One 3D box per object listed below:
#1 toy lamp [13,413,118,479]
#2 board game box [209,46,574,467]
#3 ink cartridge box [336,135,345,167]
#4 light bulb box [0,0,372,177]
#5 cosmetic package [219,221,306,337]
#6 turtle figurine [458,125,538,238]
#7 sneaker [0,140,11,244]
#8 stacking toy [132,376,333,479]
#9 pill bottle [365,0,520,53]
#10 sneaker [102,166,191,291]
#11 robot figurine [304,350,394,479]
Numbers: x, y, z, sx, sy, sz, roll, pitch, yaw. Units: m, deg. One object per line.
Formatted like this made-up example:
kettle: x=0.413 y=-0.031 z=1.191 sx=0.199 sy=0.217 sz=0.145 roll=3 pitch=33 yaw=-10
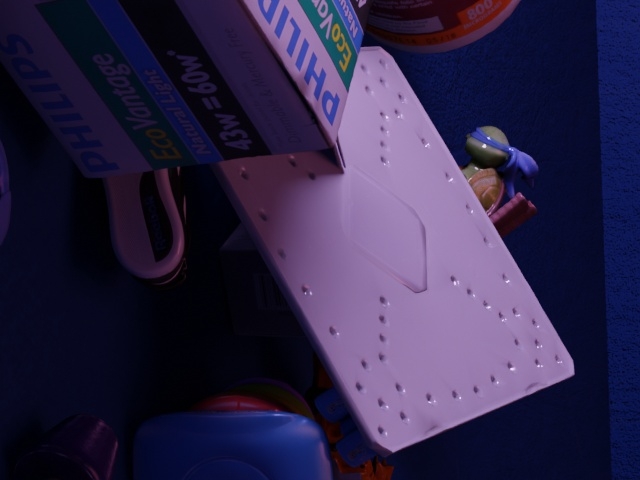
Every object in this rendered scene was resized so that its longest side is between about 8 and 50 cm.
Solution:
toy lamp: x=-0.223 y=0.225 z=1.461 sx=0.275 sy=0.080 sz=0.080 roll=-57 pitch=142 yaw=-53
board game box: x=0.045 y=0.001 z=1.863 sx=0.390 sy=0.050 sz=0.390 roll=-13 pitch=70 yaw=-57
ink cartridge box: x=-0.027 y=-0.197 z=1.813 sx=0.208 sy=0.045 sz=0.206 roll=77 pitch=-2 yaw=-57
light bulb box: x=-0.116 y=-0.299 z=1.494 sx=0.358 sy=0.225 sz=0.361 roll=58 pitch=36 yaw=-43
cosmetic package: x=0.000 y=0.000 z=2.000 sx=0.238 sy=0.127 sz=0.107 roll=-49 pitch=134 yaw=-59
turtle figurine: x=0.094 y=-0.027 z=2.295 sx=0.198 sy=0.274 sz=0.266 roll=-103 pitch=-150 yaw=-81
sneaker: x=-0.273 y=-0.089 z=1.328 sx=0.090 sy=0.081 sz=0.232 roll=-37 pitch=117 yaw=-62
stacking toy: x=-0.057 y=0.190 z=1.842 sx=0.302 sy=0.175 sz=0.166 roll=-59 pitch=148 yaw=-74
pill bottle: x=0.076 y=-0.383 z=2.064 sx=0.392 sy=0.224 sz=0.224 roll=54 pitch=40 yaw=-58
sneaker: x=-0.153 y=-0.062 z=1.678 sx=0.121 sy=0.079 sz=0.217 roll=90 pitch=-5 yaw=-76
robot figurine: x=0.031 y=0.235 z=2.063 sx=0.291 sy=0.085 sz=0.211 roll=84 pitch=7 yaw=-48
